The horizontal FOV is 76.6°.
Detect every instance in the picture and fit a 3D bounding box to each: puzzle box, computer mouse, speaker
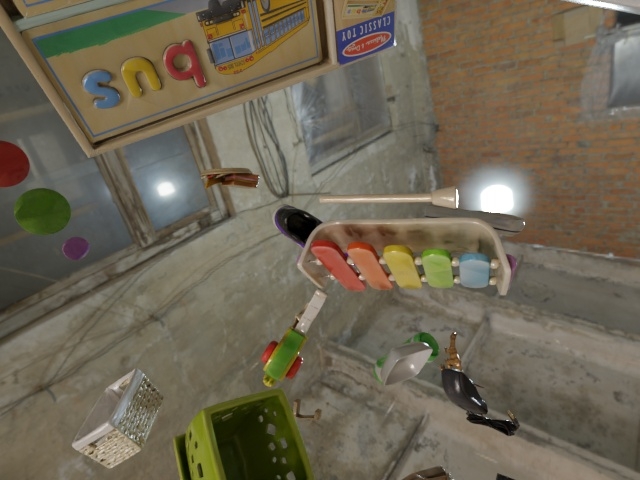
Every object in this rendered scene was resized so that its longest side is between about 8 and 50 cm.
[{"bbox_3d":[-0.103,-0.272,0.407,0.409,0.272,0.052,-26,-129,-13],"label":"puzzle box"},{"bbox_3d":[0.464,0.487,1.187,0.184,0.262,0.060,-5,-145,50],"label":"computer mouse"},{"bbox_3d":[0.347,0.492,1.671,0.296,0.131,0.131,-49,180,38],"label":"speaker"}]

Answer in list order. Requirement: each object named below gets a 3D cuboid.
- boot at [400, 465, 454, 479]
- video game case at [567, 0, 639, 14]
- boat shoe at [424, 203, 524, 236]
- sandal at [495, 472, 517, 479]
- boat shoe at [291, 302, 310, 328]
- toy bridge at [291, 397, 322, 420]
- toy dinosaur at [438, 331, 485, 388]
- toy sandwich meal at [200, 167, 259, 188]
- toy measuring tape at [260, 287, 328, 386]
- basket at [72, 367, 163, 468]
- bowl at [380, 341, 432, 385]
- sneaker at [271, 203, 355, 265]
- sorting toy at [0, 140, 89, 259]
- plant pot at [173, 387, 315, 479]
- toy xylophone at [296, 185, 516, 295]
[{"bbox_3d":[0.237,0.660,1.015,0.220,0.109,0.283,-21,170,-3],"label":"boot"},{"bbox_3d":[0.199,-0.314,0.251,0.025,0.285,0.204,-13,-140,-45],"label":"video game case"},{"bbox_3d":[0.292,-0.023,0.791,0.083,0.075,0.226,1,-171,-24],"label":"boat shoe"},{"bbox_3d":[0.292,0.325,0.507,0.067,0.179,0.040,-20,-145,57],"label":"sandal"},{"bbox_3d":[-0.081,0.334,1.702,0.063,0.059,0.170,0,-120,57],"label":"boat shoe"},{"bbox_3d":[-0.083,0.581,1.407,0.188,0.063,0.026,13,-163,28],"label":"toy bridge"},{"bbox_3d":[0.466,0.423,1.396,0.064,0.112,0.211,3,-127,-23],"label":"toy dinosaur"},{"bbox_3d":[-0.136,-0.091,0.605,0.086,0.029,0.085,-3,-174,0],"label":"toy sandwich meal"},{"bbox_3d":[-0.079,0.288,1.140,0.121,0.330,0.121,29,-166,-8],"label":"toy measuring tape"},{"bbox_3d":[-0.437,0.392,0.899,0.113,0.103,0.167,-33,-159,11],"label":"basket"},{"bbox_3d":[0.239,0.348,1.171,0.142,0.141,0.053,-7,-139,-30],"label":"bowl"},{"bbox_3d":[-0.001,0.001,1.143,0.102,0.293,0.146,-61,-164,-5],"label":"sneaker"},{"bbox_3d":[-0.791,-0.096,1.125,0.127,0.365,0.126,-45,-155,-30],"label":"sorting toy"},{"bbox_3d":[-0.186,0.491,0.902,0.228,0.227,0.207,7,141,-47],"label":"plant pot"},{"bbox_3d":[0.113,0.014,0.607,0.323,0.236,0.081,-4,-116,28],"label":"toy xylophone"}]
